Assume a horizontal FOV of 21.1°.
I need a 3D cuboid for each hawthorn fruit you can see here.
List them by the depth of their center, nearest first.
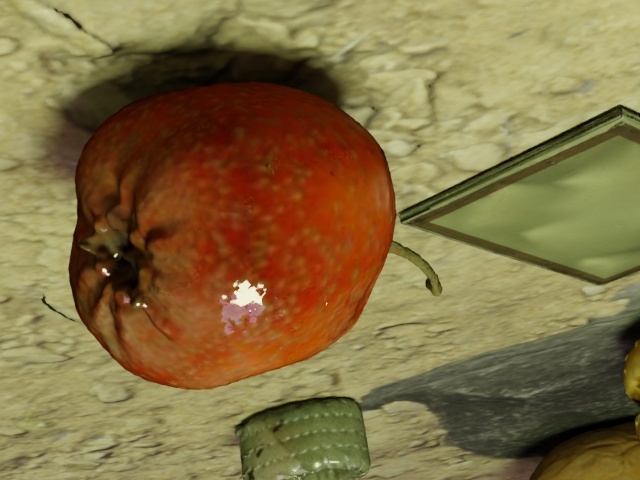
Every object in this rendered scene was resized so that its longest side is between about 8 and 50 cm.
[{"bbox_3d":[0.000,0.000,0.909,0.285,0.165,0.165,6,154,-45],"label":"hawthorn fruit"}]

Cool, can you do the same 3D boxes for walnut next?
[{"bbox_3d":[0.294,0.261,1.608,0.221,0.195,0.195,-6,159,11],"label":"walnut"}]

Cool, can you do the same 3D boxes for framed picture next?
[{"bbox_3d":[0.185,-0.021,1.098,0.173,0.010,0.231,-25,153,34],"label":"framed picture"}]

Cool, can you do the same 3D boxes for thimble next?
[{"bbox_3d":[-0.015,0.173,1.420,0.110,0.062,0.084,-13,157,7],"label":"thimble"}]

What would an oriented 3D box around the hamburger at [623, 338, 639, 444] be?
[{"bbox_3d":[0.331,0.110,1.334,0.182,0.118,0.191,-20,152,32],"label":"hamburger"}]
